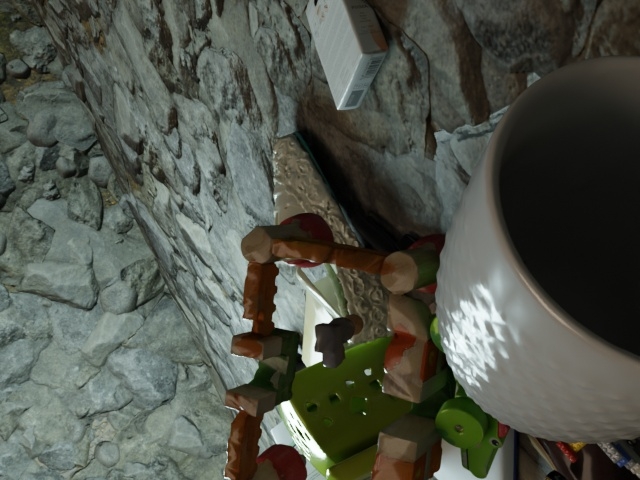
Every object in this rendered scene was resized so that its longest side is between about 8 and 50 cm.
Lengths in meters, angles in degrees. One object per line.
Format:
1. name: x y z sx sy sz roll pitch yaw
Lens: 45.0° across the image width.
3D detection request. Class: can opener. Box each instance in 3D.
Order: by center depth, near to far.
1. can opener: 0.114 0.012 1.233 0.059 0.073 0.186 31 -172 -43

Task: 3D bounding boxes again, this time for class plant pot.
1. plant pot: 0.068 0.329 1.383 0.207 0.228 0.227 61 165 26

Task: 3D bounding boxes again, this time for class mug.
1. mug: 0.285 0.065 0.694 0.374 0.276 0.328 25 154 8

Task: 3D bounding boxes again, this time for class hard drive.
1. hard drive: 0.243 0.330 1.301 0.210 0.040 0.318 38 146 46

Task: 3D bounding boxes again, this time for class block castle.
1. block castle: 0.038 0.199 1.116 0.303 0.213 0.453 9 97 27

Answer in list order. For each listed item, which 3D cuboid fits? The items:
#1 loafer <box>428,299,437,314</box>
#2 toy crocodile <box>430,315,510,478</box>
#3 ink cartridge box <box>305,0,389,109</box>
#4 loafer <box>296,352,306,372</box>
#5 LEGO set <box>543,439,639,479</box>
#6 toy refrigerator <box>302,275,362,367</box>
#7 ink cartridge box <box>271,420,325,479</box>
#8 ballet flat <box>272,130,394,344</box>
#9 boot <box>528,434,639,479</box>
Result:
1. loafer: 0.179 0.124 1.216 0.045 0.039 0.125 58 157 15
2. toy crocodile: 0.210 0.158 0.987 0.105 0.115 0.340 6 116 28
3. ink cartridge box: 0.033 -0.299 1.098 0.145 0.045 0.179 121 138 -64
4. loafer: -0.018 0.331 1.812 0.302 0.109 0.095 41 130 30
5. LEGO set: 0.347 0.254 0.852 0.244 0.060 0.182 -2 98 46
6. toy refrigerator: 0.030 0.170 1.507 0.094 0.102 0.269 50 155 29
7. ink cartridge box: 0.015 0.544 1.785 0.201 0.117 0.278 56 177 -32
8. ballet flat: 0.000 0.000 1.329 0.408 0.147 0.147 59 157 10
9. boot: 0.328 0.235 0.948 0.248 0.090 0.206 41 151 52
